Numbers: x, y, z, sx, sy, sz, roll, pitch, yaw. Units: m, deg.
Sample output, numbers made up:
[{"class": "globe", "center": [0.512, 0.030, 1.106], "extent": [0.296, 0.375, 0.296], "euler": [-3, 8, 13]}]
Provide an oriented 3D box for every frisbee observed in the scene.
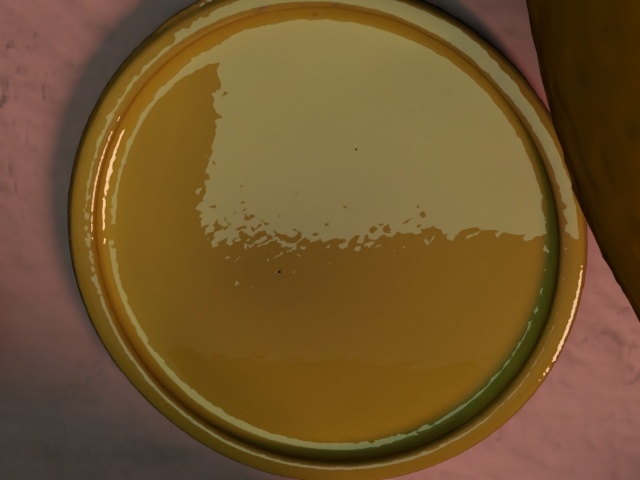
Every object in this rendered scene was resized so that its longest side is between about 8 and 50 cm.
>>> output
[{"class": "frisbee", "center": [0.000, 0.000, 0.580], "extent": [0.236, 0.017, 0.236], "euler": [3, 107, 9]}]

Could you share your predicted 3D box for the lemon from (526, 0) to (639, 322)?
[{"class": "lemon", "center": [0.248, -0.039, 0.362], "extent": [0.364, 0.364, 0.364], "euler": [3, 106, 10]}]
